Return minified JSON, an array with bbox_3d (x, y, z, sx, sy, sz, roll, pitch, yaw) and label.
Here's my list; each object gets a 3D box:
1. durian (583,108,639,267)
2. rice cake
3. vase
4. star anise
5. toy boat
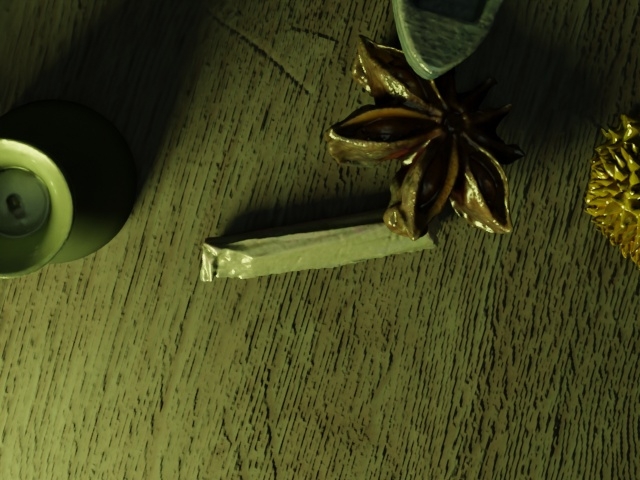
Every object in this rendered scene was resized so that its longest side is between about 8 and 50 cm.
[{"bbox_3d":[0.398,-0.036,1.336,0.183,0.138,0.250,-44,92,10],"label":"durian"},{"bbox_3d":[0.000,0.000,1.347,0.269,0.049,0.055,-11,119,-3],"label":"rice cake"},{"bbox_3d":[-0.270,-0.046,1.183,0.173,0.321,0.173,-1,97,-5],"label":"vase"},{"bbox_3d":[0.108,-0.098,1.316,0.214,0.099,0.220,5,76,-9],"label":"star anise"},{"bbox_3d":[0.138,-0.293,1.271,0.127,0.078,0.283,15,77,-7],"label":"toy boat"}]
